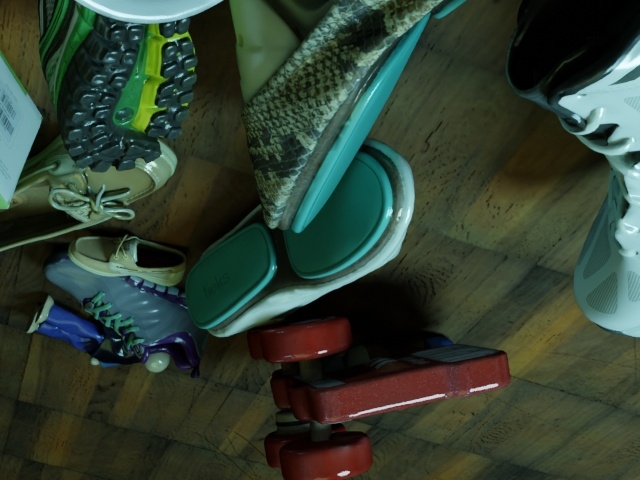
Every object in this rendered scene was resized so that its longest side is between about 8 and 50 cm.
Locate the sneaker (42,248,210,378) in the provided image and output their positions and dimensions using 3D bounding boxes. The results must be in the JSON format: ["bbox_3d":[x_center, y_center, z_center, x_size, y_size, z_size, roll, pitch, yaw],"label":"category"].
[{"bbox_3d":[-0.230,0.087,1.309,0.224,0.098,0.083,23,144,-19],"label":"sneaker"}]

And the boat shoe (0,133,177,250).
[{"bbox_3d":[-0.270,-0.042,1.133,0.285,0.089,0.104,-15,139,32],"label":"boat shoe"}]

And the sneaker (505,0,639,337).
[{"bbox_3d":[0.231,-0.089,0.828,0.257,0.169,0.447,3,139,-16],"label":"sneaker"}]

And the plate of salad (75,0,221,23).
[{"bbox_3d":[-0.092,-0.228,0.678,0.048,0.200,0.200,40,172,44],"label":"plate of salad"}]

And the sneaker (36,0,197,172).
[{"bbox_3d":[-0.152,-0.216,0.805,0.134,0.146,0.343,-11,142,-37],"label":"sneaker"}]

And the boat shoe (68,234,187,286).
[{"bbox_3d":[-0.217,0.015,1.247,0.135,0.050,0.045,10,145,-20],"label":"boat shoe"}]

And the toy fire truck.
[{"bbox_3d":[0.058,0.163,1.262,0.254,0.169,0.302,-9,178,-11],"label":"toy fire truck"}]

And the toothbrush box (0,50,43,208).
[{"bbox_3d":[-0.438,-0.132,1.013,0.283,0.122,0.206,-2,144,15],"label":"toothbrush box"}]

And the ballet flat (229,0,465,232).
[{"bbox_3d":[0.037,-0.196,0.798,0.182,0.164,0.483,39,136,-4],"label":"ballet flat"}]

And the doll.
[{"bbox_3d":[-0.284,0.131,1.435,0.189,0.046,0.129,26,144,-23],"label":"doll"}]

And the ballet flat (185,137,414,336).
[{"bbox_3d":[0.000,0.000,1.118,0.139,0.139,0.400,26,147,-23],"label":"ballet flat"}]
